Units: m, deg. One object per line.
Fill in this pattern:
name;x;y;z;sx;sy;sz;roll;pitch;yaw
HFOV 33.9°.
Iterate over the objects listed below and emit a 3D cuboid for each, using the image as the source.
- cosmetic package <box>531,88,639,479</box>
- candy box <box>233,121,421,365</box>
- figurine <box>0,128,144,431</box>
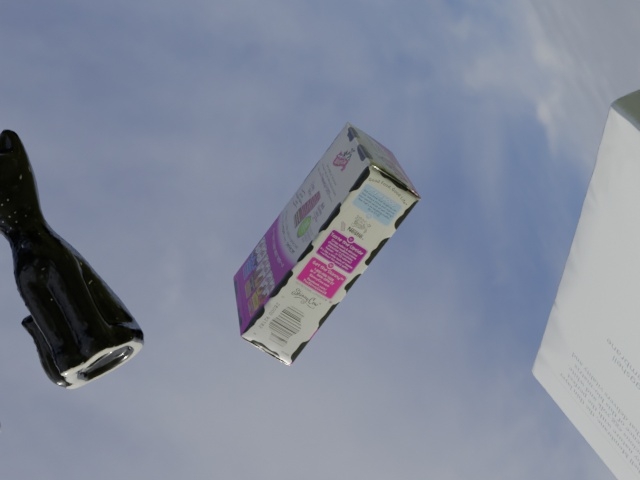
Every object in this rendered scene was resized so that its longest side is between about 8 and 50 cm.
cosmetic package;0.232;0.060;0.488;0.224;0.138;0.224;55;158;32
candy box;0.000;0.000;1.153;0.071;0.233;0.159;32;-165;-19
figurine;-0.282;0.047;0.831;0.209;0.215;0.092;58;178;11
